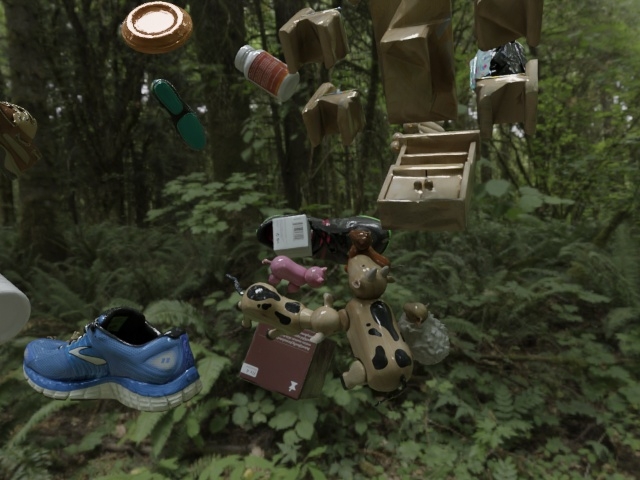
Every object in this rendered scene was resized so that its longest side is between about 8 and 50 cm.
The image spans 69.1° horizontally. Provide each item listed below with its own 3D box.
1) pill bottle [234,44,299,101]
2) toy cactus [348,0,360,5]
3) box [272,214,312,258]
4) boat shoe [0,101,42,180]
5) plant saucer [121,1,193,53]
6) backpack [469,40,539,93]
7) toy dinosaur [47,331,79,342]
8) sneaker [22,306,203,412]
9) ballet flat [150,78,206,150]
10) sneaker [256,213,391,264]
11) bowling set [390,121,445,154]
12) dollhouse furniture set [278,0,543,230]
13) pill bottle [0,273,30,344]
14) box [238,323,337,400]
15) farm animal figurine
[{"bbox_3d":[-0.192,-0.598,1.651,0.216,0.121,0.121,35,6,8],"label":"pill bottle"},{"bbox_3d":[0.122,-0.753,1.331,0.219,0.180,0.112,26,-26,-26],"label":"toy cactus"},{"bbox_3d":[-0.081,-0.009,1.348,0.102,0.101,0.087,-7,-21,6],"label":"box"},{"bbox_3d":[-0.747,-0.273,1.098,0.120,0.122,0.324,-41,-5,-29],"label":"boat shoe"},{"bbox_3d":[-0.466,-0.613,1.321,0.200,0.199,0.037,-3,-27,-4],"label":"plant saucer"},{"bbox_3d":[0.428,-0.407,1.117,0.152,0.182,0.115,21,-31,-25],"label":"backpack"},{"bbox_3d":[-0.692,0.312,1.212,0.093,0.183,0.053,28,15,0],"label":"toy dinosaur"},{"bbox_3d":[-0.344,0.177,0.764,0.330,0.147,0.130,-1,4,17],"label":"sneaker"},{"bbox_3d":[-0.341,-0.303,1.118,0.070,0.188,0.070,-17,36,13],"label":"ballet flat"},{"bbox_3d":[0.000,0.000,1.606,0.483,0.185,0.202,0,5,15],"label":"sneaker"},{"bbox_3d":[0.264,-0.289,1.396,0.154,0.199,0.287,26,25,-1],"label":"bowling set"},{"bbox_3d":[0.183,-0.248,0.822,0.362,0.394,0.256,1,41,23],"label":"dollhouse furniture set"},{"bbox_3d":[-0.714,0.110,0.946,0.229,0.131,0.131,26,14,27],"label":"pill bottle"},{"bbox_3d":[-0.076,0.308,1.215,0.169,0.167,0.203,16,-12,19],"label":"box"},{"bbox_3d":[0.054,0.123,0.799,0.330,0.326,0.172,-27,-11,-34],"label":"farm animal figurine"}]
